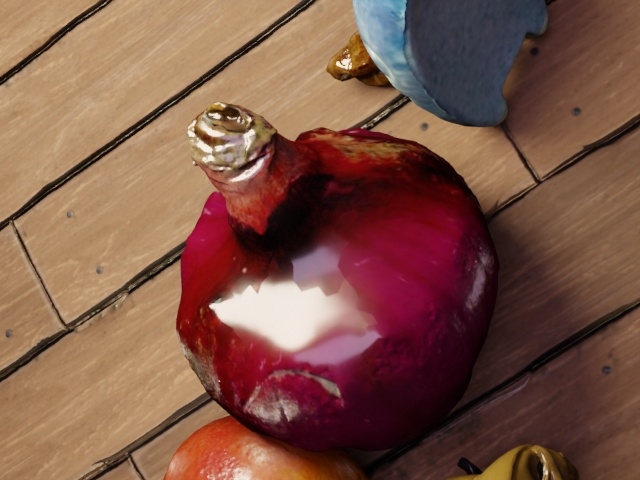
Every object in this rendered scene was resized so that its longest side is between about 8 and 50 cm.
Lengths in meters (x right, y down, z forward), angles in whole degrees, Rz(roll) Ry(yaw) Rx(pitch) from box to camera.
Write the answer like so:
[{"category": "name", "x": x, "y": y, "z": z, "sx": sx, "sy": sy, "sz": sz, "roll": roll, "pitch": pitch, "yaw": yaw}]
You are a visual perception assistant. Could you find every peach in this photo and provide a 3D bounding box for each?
[{"category": "peach", "x": -0.055, "y": 0.332, "z": 1.321, "sx": 0.281, "sy": 0.238, "sz": 0.281, "roll": 2, "pitch": 47, "yaw": -2}]

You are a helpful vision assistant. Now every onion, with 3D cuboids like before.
[{"category": "onion", "x": 0.000, "y": 0.000, "z": 1.237, "sx": 0.398, "sy": 0.420, "sz": 0.398, "roll": -10, "pitch": 44, "yaw": 10}]

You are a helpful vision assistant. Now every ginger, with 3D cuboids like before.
[{"category": "ginger", "x": 0.091, "y": -0.247, "z": 1.420, "sx": 0.162, "sy": 0.103, "sz": 0.073, "roll": -25, "pitch": 60, "yaw": 34}]

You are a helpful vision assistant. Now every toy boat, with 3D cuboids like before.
[{"category": "toy boat", "x": 0.138, "y": -0.262, "z": 1.298, "sx": 0.123, "sy": 0.330, "sz": 0.215, "roll": 28, "pitch": 95, "yaw": 37}]

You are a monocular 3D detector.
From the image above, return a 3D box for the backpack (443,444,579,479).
[{"category": "backpack", "x": 0.221, "y": 0.412, "z": 1.176, "sx": 0.201, "sy": 0.353, "sz": 0.378, "roll": -16, "pitch": 53, "yaw": 26}]
